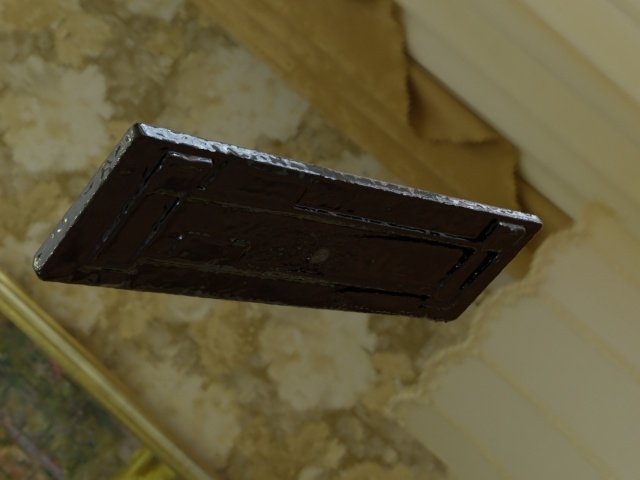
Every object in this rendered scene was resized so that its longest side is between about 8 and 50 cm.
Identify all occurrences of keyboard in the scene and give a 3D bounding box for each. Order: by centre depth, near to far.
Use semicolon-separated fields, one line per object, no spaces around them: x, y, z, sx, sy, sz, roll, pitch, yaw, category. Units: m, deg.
0.000;0.000;0.442;0.204;0.013;0.061;10;-50;-47;keyboard
